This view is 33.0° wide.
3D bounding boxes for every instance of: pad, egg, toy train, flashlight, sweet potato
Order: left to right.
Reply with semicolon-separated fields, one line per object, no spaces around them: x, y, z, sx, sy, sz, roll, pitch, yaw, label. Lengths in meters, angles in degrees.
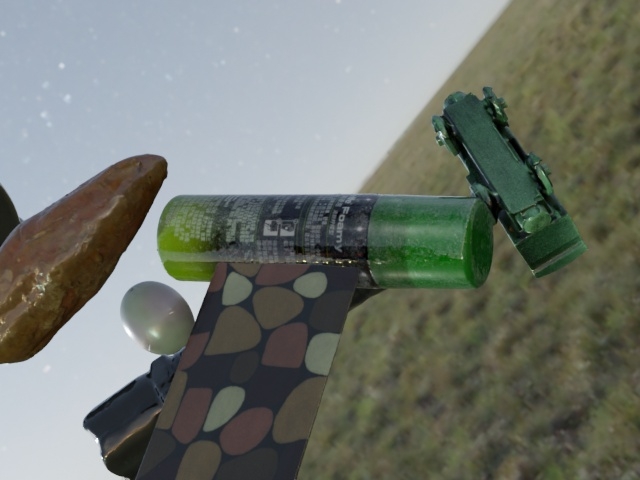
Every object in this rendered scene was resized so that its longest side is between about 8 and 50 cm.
-0.237;0.010;1.002;0.252;0.097;0.097;-48;-1;-8;sweet potato
-0.254;0.122;1.684;0.103;0.135;0.103;-37;-28;-23;egg
-0.063;0.120;0.891;0.158;0.003;0.235;1;59;34;pad
-0.065;0.109;1.171;0.424;0.103;0.103;-36;0;2;flashlight
0.187;-0.067;1.107;0.083;0.132;0.200;-30;48;10;toy train

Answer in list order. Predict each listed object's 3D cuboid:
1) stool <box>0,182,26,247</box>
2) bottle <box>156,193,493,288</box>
-0.475;0.008;1.443;0.228;0.139;0.153;62;-158;-61;stool
0.000;0.000;1.061;0.093;0.330;0.093;1;-90;-65;bottle
